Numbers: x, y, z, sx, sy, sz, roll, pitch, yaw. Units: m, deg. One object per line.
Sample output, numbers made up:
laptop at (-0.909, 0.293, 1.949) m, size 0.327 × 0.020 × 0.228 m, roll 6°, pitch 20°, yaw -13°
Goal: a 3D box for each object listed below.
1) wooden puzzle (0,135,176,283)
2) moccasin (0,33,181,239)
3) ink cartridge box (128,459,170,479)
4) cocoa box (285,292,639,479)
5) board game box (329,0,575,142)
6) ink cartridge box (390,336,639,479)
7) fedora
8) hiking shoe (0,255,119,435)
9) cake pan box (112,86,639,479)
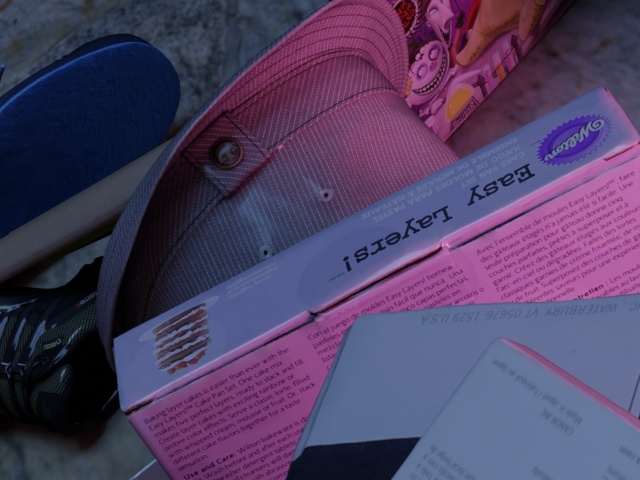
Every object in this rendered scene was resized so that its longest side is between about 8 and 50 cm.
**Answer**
wooden puzzle at (-0.093, -0.047, 1.272) m, size 0.221 × 0.044 × 0.238 m, roll -26°, pitch 5°, yaw 42°
moccasin at (-0.262, -0.043, 1.419) m, size 0.342 × 0.138 × 0.117 m, roll -39°, pitch 29°, yaw -12°
ink cartridge box at (-0.111, 0.216, 0.973) m, size 0.198 × 0.115 × 0.067 m, roll -41°, pitch 33°, yaw -12°
cocoa box at (0.139, 0.210, 0.562) m, size 0.231 × 0.347 × 0.228 m, roll -7°, pitch 41°, yaw 32°
board game box at (0.138, -0.239, 1.277) m, size 0.056 × 0.208 × 0.347 m, roll 25°, pitch 63°, yaw 40°
ink cartridge box at (0.040, 0.127, 0.417) m, size 0.179 × 0.045 × 0.145 m, roll -56°, pitch 38°, yaw 1°
fedora at (0.000, 0.000, 1.111) m, size 0.275 × 0.244 × 0.124 m, roll -42°, pitch 63°, yaw -19°
hiking shoe at (-0.191, 0.084, 1.239) m, size 0.226 × 0.086 × 0.114 m, roll -25°, pitch 30°, yaw 10°
cake pan box at (0.076, 0.087, 0.869) m, size 0.266 × 0.246 × 0.070 m, roll -28°, pitch 34°, yaw 7°
